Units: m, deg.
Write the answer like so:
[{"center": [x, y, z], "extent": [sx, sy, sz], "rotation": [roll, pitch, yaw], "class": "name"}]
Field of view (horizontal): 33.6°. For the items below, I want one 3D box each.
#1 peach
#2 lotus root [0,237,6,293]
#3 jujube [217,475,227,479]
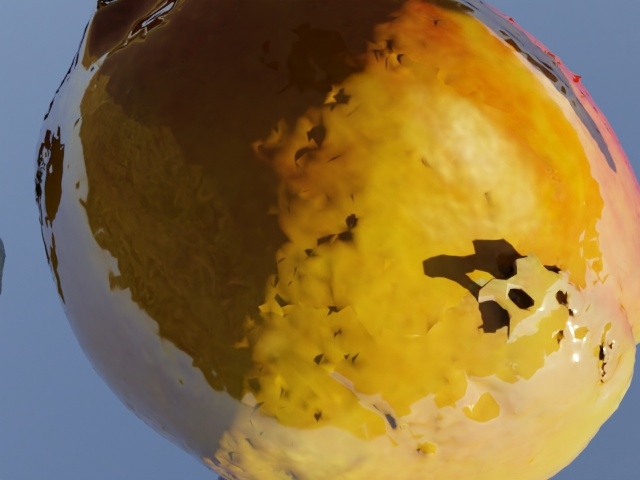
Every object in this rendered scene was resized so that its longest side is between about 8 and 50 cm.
[{"center": [0.001, -0.002, 0.620], "extent": [0.373, 0.372, 0.290], "rotation": [29, -99, 25], "class": "peach"}, {"center": [-0.502, 0.012, 1.336], "extent": [0.235, 0.119, 0.138], "rotation": [-1, -110, 34], "class": "lotus root"}, {"center": [-0.032, 0.289, 1.215], "extent": [0.174, 0.250, 0.174], "rotation": [3, -125, -4], "class": "jujube"}]
